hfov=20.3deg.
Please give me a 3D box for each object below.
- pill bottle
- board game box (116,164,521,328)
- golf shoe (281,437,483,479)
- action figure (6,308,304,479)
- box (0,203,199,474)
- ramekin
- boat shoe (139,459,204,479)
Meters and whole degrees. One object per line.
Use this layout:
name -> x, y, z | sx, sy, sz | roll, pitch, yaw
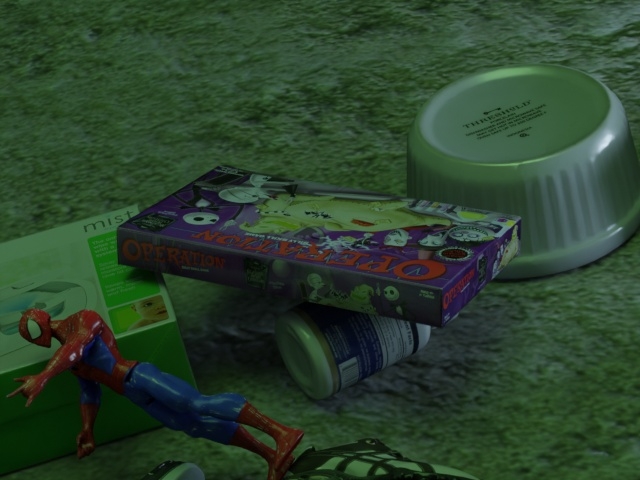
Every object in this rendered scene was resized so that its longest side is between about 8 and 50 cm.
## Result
pill bottle -> 0.048, 0.081, 1.758 | 0.169, 0.094, 0.094 | -25, 36, -21
board game box -> 0.000, 0.000, 1.757 | 0.346, 0.056, 0.208 | 10, 28, 24
golf shoe -> 0.059, 0.209, 1.583 | 0.198, 0.077, 0.094 | 0, 35, 15
action figure -> -0.171, 0.160, 1.607 | 0.280, 0.091, 0.139 | 31, 55, 10
box -> -0.275, 0.103, 1.804 | 0.262, 0.127, 0.231 | -16, 35, -6
ramekin -> 0.215, -0.085, 1.925 | 0.273, 0.127, 0.273 | -8, 34, 6
boat shoe -> -0.167, 0.246, 1.629 | 0.040, 0.049, 0.142 | 14, 34, 42
